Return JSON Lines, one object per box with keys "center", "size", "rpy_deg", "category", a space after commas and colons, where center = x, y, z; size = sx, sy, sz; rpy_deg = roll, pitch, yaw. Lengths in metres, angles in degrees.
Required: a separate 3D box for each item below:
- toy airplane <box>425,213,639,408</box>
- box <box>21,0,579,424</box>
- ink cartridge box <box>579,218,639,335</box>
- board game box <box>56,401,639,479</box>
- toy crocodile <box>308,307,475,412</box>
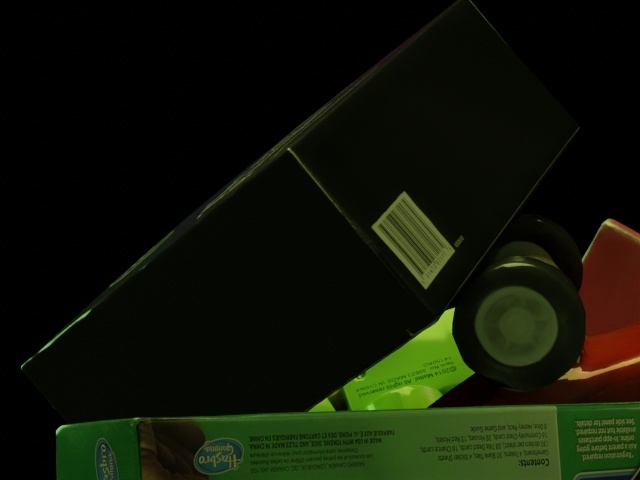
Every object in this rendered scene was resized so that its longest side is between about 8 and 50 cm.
{"center": [0.046, 0.201, 0.917], "size": [0.386, 0.272, 0.384], "rpy_deg": [-42, 5, -33], "category": "toy airplane"}
{"center": [0.000, 0.000, 0.902], "size": [0.184, 0.103, 0.261], "rpy_deg": [-41, 2, 29], "category": "box"}
{"center": [0.326, 0.154, 1.193], "size": [0.385, 0.160, 0.279], "rpy_deg": [30, 3, 16], "category": "ink cartridge box"}
{"center": [0.055, 0.164, 0.642], "size": [0.317, 0.213, 0.046], "rpy_deg": [4, -9, -42], "category": "board game box"}
{"center": [-0.010, 0.124, 1.275], "size": [0.340, 0.115, 0.105], "rpy_deg": [-21, -35, -8], "category": "toy crocodile"}
